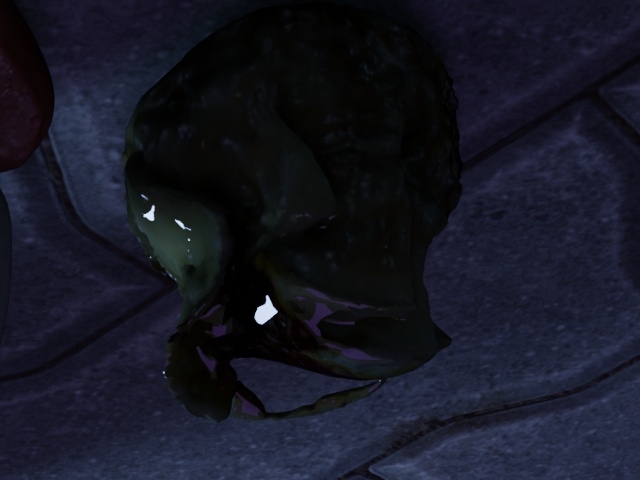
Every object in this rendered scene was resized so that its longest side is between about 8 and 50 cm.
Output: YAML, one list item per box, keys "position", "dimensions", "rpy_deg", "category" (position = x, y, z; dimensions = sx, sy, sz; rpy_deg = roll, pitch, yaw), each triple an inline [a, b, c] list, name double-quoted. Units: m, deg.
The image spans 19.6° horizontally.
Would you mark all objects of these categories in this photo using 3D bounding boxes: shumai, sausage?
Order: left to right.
- position: [-0.316, -0.155, 1.642]
  dimensions: [0.148, 0.148, 0.254]
  rpy_deg: [-20, 143, 7]
  category: "sausage"
- position: [0.000, 0.000, 1.774]
  dimensions: [0.395, 0.348, 0.395]
  rpy_deg: [-11, 138, -10]
  category: "shumai"

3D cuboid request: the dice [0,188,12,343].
- position: [-0.431, 0.031, 1.673]
  dimensions: [0.259, 0.243, 0.251]
  rpy_deg: [10, 164, 7]
  category: "dice"
